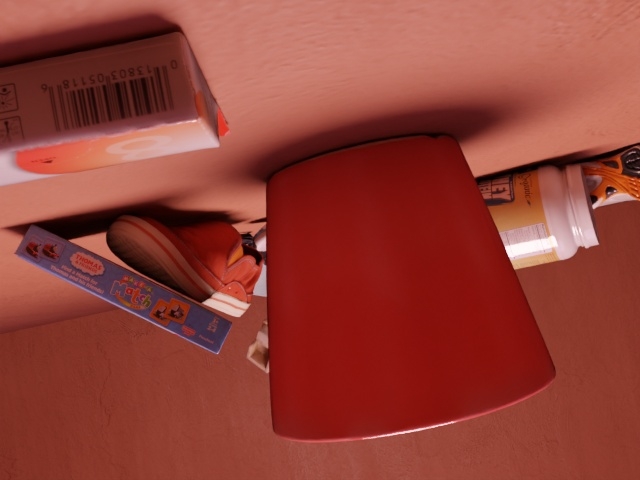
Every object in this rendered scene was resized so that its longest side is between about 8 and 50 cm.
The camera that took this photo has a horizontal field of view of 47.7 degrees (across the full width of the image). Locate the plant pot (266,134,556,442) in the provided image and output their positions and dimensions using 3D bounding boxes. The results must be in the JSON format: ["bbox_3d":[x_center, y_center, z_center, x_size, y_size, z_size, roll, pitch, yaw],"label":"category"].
[{"bbox_3d":[0.065,0.040,0.708,0.275,0.243,0.275,-12,175,-1],"label":"plant pot"}]

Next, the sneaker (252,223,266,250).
[{"bbox_3d":[0.000,0.000,1.032,0.190,0.083,0.071,-11,164,-11],"label":"sneaker"}]

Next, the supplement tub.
[{"bbox_3d":[0.300,-0.032,1.083,0.199,0.144,0.144,-14,175,23],"label":"supplement tub"}]

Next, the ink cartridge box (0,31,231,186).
[{"bbox_3d":[-0.124,-0.047,0.384,0.145,0.045,0.179,-11,173,-1],"label":"ink cartridge box"}]

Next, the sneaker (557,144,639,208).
[{"bbox_3d":[0.483,-0.103,1.117,0.262,0.099,0.121,-6,-172,36],"label":"sneaker"}]

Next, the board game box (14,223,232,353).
[{"bbox_3d":[-0.195,0.055,0.758,0.211,0.039,0.160,26,171,-5],"label":"board game box"}]

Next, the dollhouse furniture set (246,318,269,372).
[{"bbox_3d":[0.038,0.164,1.442,0.174,0.303,0.356,-42,158,-42],"label":"dollhouse furniture set"}]

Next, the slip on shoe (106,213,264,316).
[{"bbox_3d":[-0.147,0.016,0.858,0.123,0.101,0.331,26,175,17],"label":"slip on shoe"}]

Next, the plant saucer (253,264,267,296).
[{"bbox_3d":[-0.110,0.050,1.386,0.195,0.037,0.195,6,151,3],"label":"plant saucer"}]

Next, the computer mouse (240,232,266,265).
[{"bbox_3d":[-0.103,0.006,1.207,0.071,0.041,0.242,-38,157,25],"label":"computer mouse"}]
